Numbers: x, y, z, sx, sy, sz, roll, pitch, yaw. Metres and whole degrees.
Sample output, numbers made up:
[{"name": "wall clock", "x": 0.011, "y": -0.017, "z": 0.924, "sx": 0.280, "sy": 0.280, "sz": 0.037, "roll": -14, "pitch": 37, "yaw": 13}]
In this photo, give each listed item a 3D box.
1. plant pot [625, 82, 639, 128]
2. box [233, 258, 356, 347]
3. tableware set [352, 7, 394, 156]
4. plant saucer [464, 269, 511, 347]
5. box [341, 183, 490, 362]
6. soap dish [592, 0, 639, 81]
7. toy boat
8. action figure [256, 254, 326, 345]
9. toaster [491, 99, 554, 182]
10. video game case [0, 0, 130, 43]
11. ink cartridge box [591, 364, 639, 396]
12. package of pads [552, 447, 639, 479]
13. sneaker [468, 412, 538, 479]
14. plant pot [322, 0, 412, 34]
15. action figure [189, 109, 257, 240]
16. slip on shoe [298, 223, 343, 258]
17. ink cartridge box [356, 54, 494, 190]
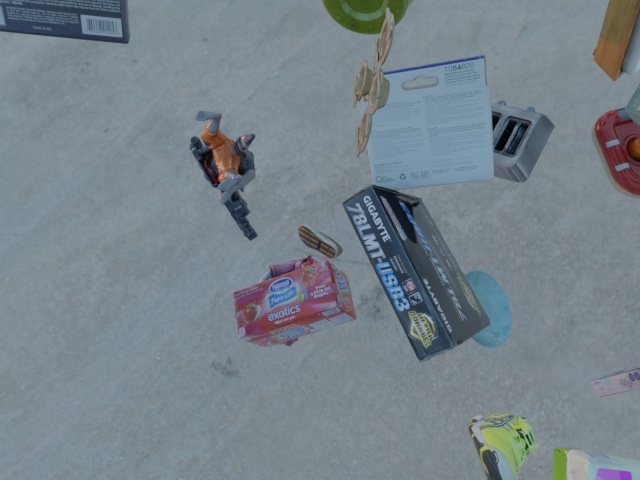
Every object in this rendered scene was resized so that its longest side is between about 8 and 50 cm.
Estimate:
[{"name": "plant pot", "x": 0.688, "y": -0.230, "z": 0.985, "sx": 0.235, "sy": 0.165, "sz": 0.165, "roll": 20, "pitch": 18, "yaw": -14}, {"name": "box", "x": -0.062, "y": 0.154, "z": 1.306, "sx": 0.257, "sy": 0.128, "sz": 0.122, "roll": -21, "pitch": 62, "yaw": 17}, {"name": "tableware set", "x": 0.065, "y": -0.201, "z": 0.720, "sx": 0.020, "sy": 0.168, "sz": 0.141, "roll": 8, "pitch": 65, "yaw": -9}, {"name": "plant saucer", "x": 0.394, "y": 0.172, "z": 1.371, "sx": 0.037, "sy": 0.195, "sz": 0.194, "roll": -30, "pitch": 40, "yaw": 52}, {"name": "box", "x": 0.183, "y": 0.050, "z": 1.002, "sx": 0.073, "sy": 0.293, "sz": 0.295, "roll": -32, "pitch": 75, "yaw": 22}, {"name": "soap dish", "x": 0.791, "y": -0.574, "z": 1.355, "sx": 0.118, "sy": 0.290, "sz": 0.229, "roll": 35, "pitch": 66, "yaw": 31}, {"name": "toy boat", "x": 0.755, "y": -0.216, "z": 1.292, "sx": 0.151, "sy": 0.151, "sz": 0.230, "roll": -16, "pitch": 81, "yaw": -15}, {"name": "action figure", "x": -0.064, "y": 0.162, "z": 1.748, "sx": 0.248, "sy": 0.370, "sz": 0.275, "roll": 36, "pitch": 35, "yaw": 0}, {"name": "toaster", "x": 0.439, "y": -0.237, "z": 1.338, "sx": 0.168, "sy": 0.110, "sz": 0.185, "roll": 29, "pitch": 93, "yaw": 39}, {"name": "video game case", "x": -0.313, "y": -0.353, "z": 0.587, "sx": 0.196, "sy": 0.274, "sz": 0.026, "roll": 2, "pitch": 42, "yaw": -12}, {"name": "ink cartridge box", "x": 0.764, "y": 0.335, "z": 1.351, "sx": 0.097, "sy": 0.207, "sz": 0.046, "roll": -15, "pitch": 70, "yaw": -11}, {"name": "package of pads", "x": 0.407, "y": 0.420, "z": 0.670, "sx": 0.229, "sy": 0.101, "sz": 0.296, "roll": 8, "pitch": 76, "yaw": -4}, {"name": "sneaker", "x": 0.466, "y": 0.504, "z": 1.400, "sx": 0.147, "sy": 0.385, "sz": 0.145, "roll": -19, "pitch": 84, "yaw": 14}, {"name": "plant pot", "x": 0.158, "y": -0.779, "z": 1.532, "sx": 0.367, "sy": 0.366, "sz": 0.352, "roll": 6, "pitch": 60, "yaw": 20}, {"name": "action figure", "x": -0.222, "y": -0.182, "z": 1.505, "sx": 0.179, "sy": 0.330, "sz": 0.341, "roll": -32, "pitch": 90, "yaw": -1}, {"name": "slip on shoe", "x": 0.000, "y": 0.000, "z": 1.428, "sx": 0.135, "sy": 0.051, "sz": 0.041, "roll": 31, "pitch": 29, "yaw": 29}, {"name": "ink cartridge box", "x": 0.189, "y": -0.204, "z": 0.986, "sx": 0.224, "sy": 0.223, "sz": 0.045, "roll": -4, "pitch": 29, "yaw": 15}]
